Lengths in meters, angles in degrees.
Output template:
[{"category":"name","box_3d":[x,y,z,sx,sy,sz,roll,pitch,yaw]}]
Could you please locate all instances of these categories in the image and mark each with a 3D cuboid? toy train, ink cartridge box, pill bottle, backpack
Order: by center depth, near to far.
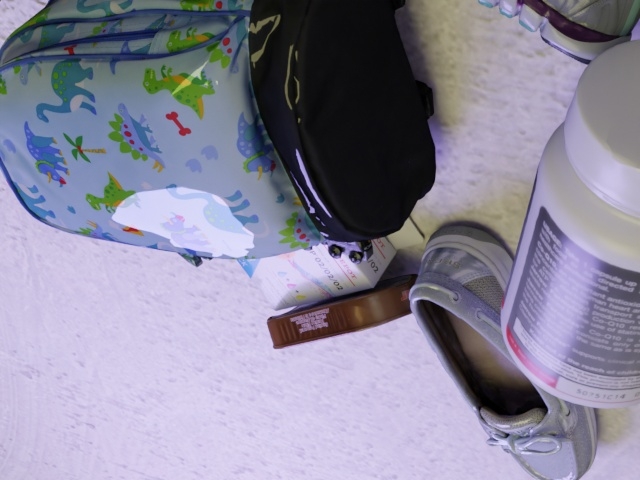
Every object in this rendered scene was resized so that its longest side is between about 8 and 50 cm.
[{"category":"pill bottle","box_3d":[0.238,-0.006,0.923,0.161,0.161,0.283,23,145,14]},{"category":"backpack","box_3d":[-0.118,-0.121,1.035,0.355,0.273,0.290,21,147,35]},{"category":"toy train","box_3d":[-0.023,-0.013,1.126,0.158,0.027,0.036,14,129,26]},{"category":"ink cartridge box","box_3d":[0.000,0.000,1.191,0.181,0.062,0.104,-17,118,43]}]

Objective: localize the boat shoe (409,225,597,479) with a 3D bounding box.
[{"category":"boat shoe","box_3d":[0.176,0.135,1.172,0.118,0.103,0.320,-3,127,37]}]

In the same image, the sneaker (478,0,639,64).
[{"category":"sneaker","box_3d":[0.142,-0.221,0.878,0.223,0.083,0.098,28,121,0]}]

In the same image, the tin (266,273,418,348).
[{"category":"tin","box_3d":[0.026,0.072,1.215,0.189,0.106,0.040,-17,88,43]}]
